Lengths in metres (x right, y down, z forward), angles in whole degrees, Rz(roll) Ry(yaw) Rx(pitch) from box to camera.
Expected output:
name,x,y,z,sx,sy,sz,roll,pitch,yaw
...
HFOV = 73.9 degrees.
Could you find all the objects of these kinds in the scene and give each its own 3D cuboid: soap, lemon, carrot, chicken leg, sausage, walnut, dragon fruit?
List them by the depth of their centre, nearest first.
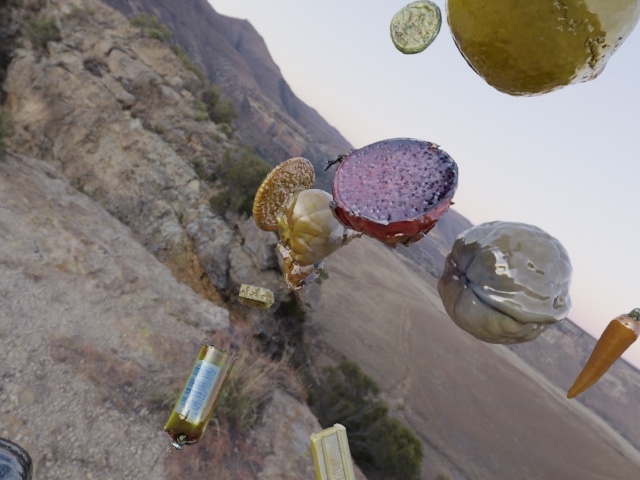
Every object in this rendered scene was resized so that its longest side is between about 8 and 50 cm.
name,x,y,z,sx,sy,sz,roll,pitch,yaw
lemon,0.322,-0.366,0.634,0.310,0.258,0.258,39,8,-19
dragon fruit,0.134,-0.066,0.766,0.148,0.223,0.219,68,11,-49
walnut,0.366,0.083,0.841,0.248,0.248,0.248,36,10,-7
soap,0.039,0.596,1.053,0.092,0.252,0.037,-8,-5,-32
carrot,0.744,0.309,1.120,0.069,0.336,0.069,12,28,-6
chicken leg,0.000,0.000,1.158,0.182,0.295,0.409,32,19,23
sausage,-0.367,0.482,1.286,0.117,0.318,0.125,3,-29,37

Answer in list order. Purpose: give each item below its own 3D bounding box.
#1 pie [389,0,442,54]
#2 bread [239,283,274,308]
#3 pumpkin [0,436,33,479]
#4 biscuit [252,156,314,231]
name,x,y,z,sx,sy,sz,roll,pitch,yaw
pie,0.143,-0.318,0.636,0.084,0.084,0.021,42,12,25
bread,-0.197,0.177,1.323,0.110,0.066,0.060,13,-1,3
pumpkin,-0.499,0.390,0.580,0.162,0.233,0.233,12,20,-26
biscuit,-0.102,-0.131,1.255,0.035,0.254,0.254,36,9,22
